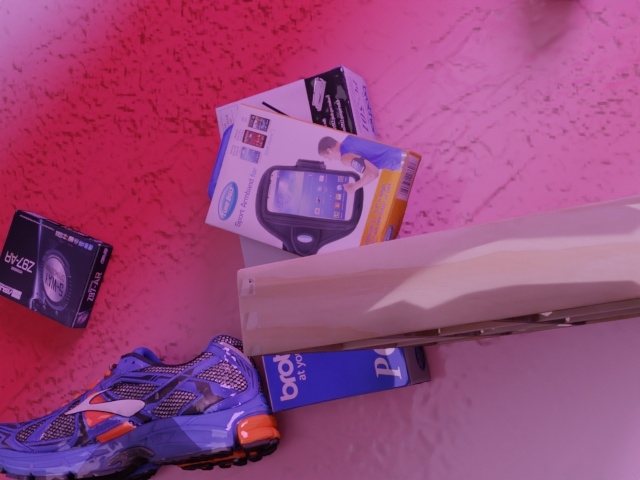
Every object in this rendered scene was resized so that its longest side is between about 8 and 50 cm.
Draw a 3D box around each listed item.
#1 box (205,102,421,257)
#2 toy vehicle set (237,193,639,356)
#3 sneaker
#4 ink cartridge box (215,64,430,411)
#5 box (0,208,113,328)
[{"bbox_3d":[-0.013,-0.033,0.592,0.136,0.028,0.081,18,94,22],"label":"box"},{"bbox_3d":[0.093,0.026,0.468,0.165,0.267,0.035,-11,81,21],"label":"toy vehicle set"},{"bbox_3d":[-0.132,0.121,0.660,0.221,0.083,0.087,-12,68,15],"label":"sneaker"},{"bbox_3d":[0.000,0.000,0.624,0.097,0.046,0.207,-15,81,21],"label":"ink cartridge box"},{"bbox_3d":[-0.203,0.021,0.718,0.083,0.018,0.067,22,94,21],"label":"box"}]
